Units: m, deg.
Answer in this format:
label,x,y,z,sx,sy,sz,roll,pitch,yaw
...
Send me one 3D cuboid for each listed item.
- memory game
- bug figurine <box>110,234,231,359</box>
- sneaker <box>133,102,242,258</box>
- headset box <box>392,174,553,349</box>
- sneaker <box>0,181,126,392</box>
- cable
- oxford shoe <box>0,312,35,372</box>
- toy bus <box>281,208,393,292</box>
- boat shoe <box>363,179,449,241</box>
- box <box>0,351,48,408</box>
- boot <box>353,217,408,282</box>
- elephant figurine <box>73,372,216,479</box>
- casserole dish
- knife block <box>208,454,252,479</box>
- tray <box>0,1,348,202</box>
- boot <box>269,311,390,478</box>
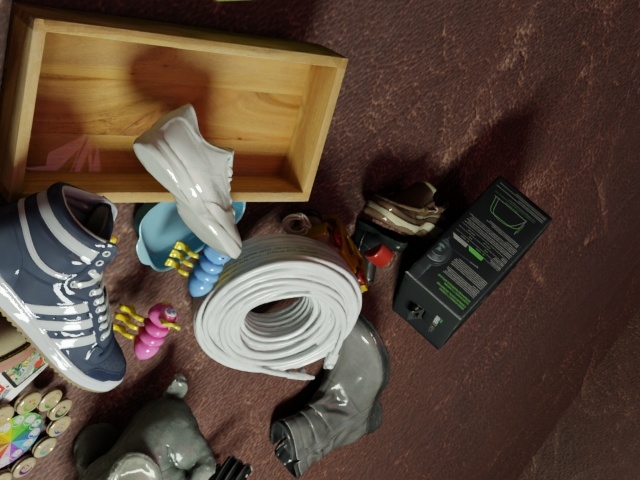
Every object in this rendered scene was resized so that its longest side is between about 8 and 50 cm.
label,x,y,z,sx,sy,sz,roll,pitch,yaw
memory game,-0.407,0.269,1.117,0.186,0.012,0.186,-41,155,-24
bug figurine,-0.243,0.059,1.082,0.278,0.072,0.216,12,115,-39
sneaker,-0.130,-0.067,1.004,0.094,0.080,0.212,-48,137,-21
headset box,0.272,0.056,1.593,0.283,0.131,0.246,-45,167,-15
sneaker,-0.262,0.055,0.951,0.153,0.099,0.282,-28,129,4
cable,-0.063,0.099,1.270,0.257,0.089,0.257,11,130,-26
oxford shoe,-0.449,0.077,0.858,0.348,0.123,0.130,2,111,-45
toy bus,0.000,0.009,1.338,0.190,0.104,0.202,15,134,-18
boat shoe,0.157,-0.065,1.481,0.257,0.095,0.095,11,106,-64
box,-0.437,0.182,1.032,0.207,0.036,0.114,-45,142,-15
boot,0.092,0.025,1.449,0.045,0.121,0.099,-1,111,-46
elephant figurine,-0.283,0.341,1.221,0.239,0.186,0.169,-21,165,-38
casserole dish,-0.181,-0.037,1.157,0.188,0.037,0.114,-37,139,-25
knife block,-0.198,0.495,1.379,0.242,0.276,0.088,-23,140,5
tray,-0.168,-0.152,1.017,0.410,0.076,0.203,-2,119,-39
boot,0.011,0.296,1.570,0.222,0.118,0.338,-26,130,-27
